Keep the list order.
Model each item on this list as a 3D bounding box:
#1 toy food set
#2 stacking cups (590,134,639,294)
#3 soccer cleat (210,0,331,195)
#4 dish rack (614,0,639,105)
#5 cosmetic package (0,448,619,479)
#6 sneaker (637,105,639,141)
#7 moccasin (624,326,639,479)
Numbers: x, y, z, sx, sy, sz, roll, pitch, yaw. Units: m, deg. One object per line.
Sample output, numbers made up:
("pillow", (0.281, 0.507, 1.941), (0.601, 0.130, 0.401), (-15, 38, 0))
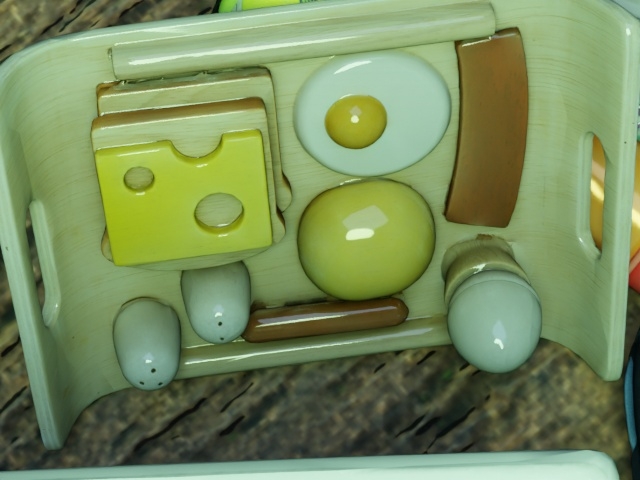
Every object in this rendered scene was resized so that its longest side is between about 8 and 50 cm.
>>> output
("toy food set", (0.000, 0.000, 0.814), (0.306, 0.219, 0.092), (-7, 36, -4))
("stacking cups", (0.107, -0.060, 0.904), (0.316, 0.096, 0.096), (37, 76, 10))
("soccer cleat", (-0.009, -0.101, 0.856), (0.121, 0.289, 0.093), (25, 28, -13))
("dish rack", (0.312, -0.168, 0.859), (0.333, 0.285, 0.072), (-30, 116, -11))
("cosmetic package", (-0.041, 0.275, 0.619), (0.328, 0.393, 0.329), (-4, 72, 8))
("sneaker", (0.208, -0.069, 0.939), (0.098, 0.038, 0.069), (37, 76, 10))
("moccasin", (0.227, 0.190, 0.819), (0.138, 0.117, 0.342), (-1, 78, -11))
